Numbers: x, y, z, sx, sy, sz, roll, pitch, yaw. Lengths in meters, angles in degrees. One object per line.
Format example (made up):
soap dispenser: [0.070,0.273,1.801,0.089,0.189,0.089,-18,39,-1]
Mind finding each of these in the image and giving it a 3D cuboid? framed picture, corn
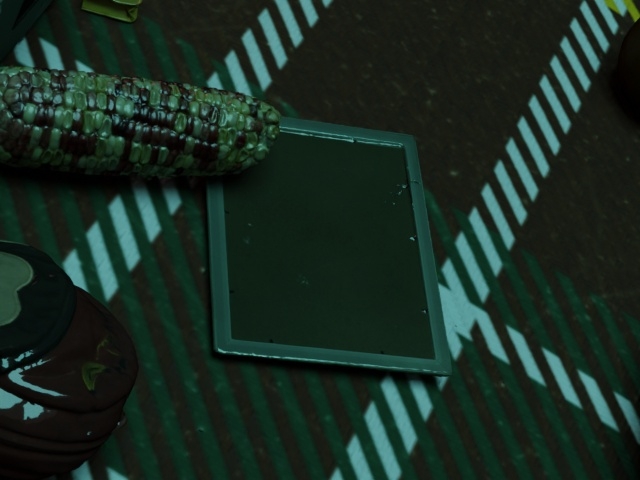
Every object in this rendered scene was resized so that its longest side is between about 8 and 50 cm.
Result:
framed picture: [0.000,0.000,1.473,0.232,0.019,0.296,8,51,-16]
corn: [-0.176,-0.108,1.419,0.290,0.098,0.098,3,54,-22]

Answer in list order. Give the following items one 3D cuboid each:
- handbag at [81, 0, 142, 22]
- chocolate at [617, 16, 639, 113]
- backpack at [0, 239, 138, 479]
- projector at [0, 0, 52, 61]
handbag: [-0.213,-0.267,1.577,0.061,0.027,0.083,13,48,-16]
chocolate: [0.432,-0.211,1.753,0.177,0.176,0.176,13,50,-16]
backpack: [-0.251,0.098,1.206,0.229,0.139,0.229,18,30,-11]
projector: [-0.305,-0.245,1.407,0.099,0.192,0.256,32,48,-6]
